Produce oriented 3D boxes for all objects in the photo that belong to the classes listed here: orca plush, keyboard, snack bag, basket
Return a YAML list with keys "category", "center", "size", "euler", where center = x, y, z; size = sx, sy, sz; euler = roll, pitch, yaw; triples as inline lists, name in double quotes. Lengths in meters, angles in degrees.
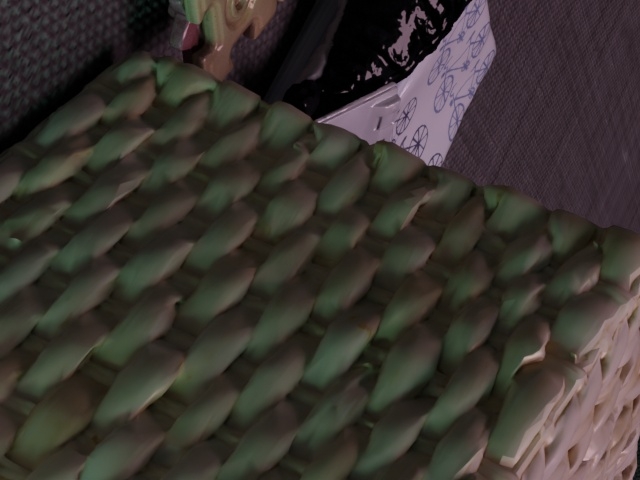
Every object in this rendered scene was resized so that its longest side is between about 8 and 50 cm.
- category: "orca plush"
  center: [0.073, -0.181, 0.970]
  size: [0.287, 0.102, 0.151]
  euler: [-53, 138, -24]
- category: "keyboard"
  center: [0.000, 0.000, 1.040]
  size: [0.072, 0.014, 0.256]
  euler: [-23, 147, -29]
- category: "snack bag"
  center: [0.037, -0.085, 1.134]
  size: [0.323, 0.037, 0.342]
  euler: [-62, 159, -14]
- category: "basket"
  center: [-0.043, 0.127, 0.729]
  size: [0.331, 0.328, 0.266]
  euler: [-47, 150, -42]

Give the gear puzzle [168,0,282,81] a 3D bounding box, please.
- category: "gear puzzle"
  center: [-0.005, -0.248, 0.851]
  size: [0.339, 0.044, 0.175]
  euler: [-57, 156, -35]
